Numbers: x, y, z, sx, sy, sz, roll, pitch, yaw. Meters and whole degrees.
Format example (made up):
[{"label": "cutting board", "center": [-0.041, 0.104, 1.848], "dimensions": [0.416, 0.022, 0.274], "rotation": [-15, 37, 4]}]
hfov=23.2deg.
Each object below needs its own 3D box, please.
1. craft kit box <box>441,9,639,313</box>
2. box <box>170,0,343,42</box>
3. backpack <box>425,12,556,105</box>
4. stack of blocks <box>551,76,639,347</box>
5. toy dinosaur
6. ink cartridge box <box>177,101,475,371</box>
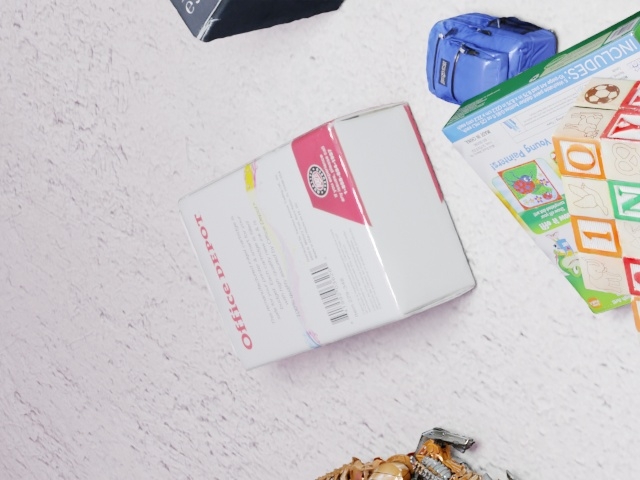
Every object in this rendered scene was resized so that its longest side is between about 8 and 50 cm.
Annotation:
[{"label": "craft kit box", "center": [0.274, -0.063, 1.414], "dimensions": [0.246, 0.061, 0.250], "rotation": [51, 141, -12]}, {"label": "box", "center": [-0.092, -0.461, 1.615], "dimensions": [0.395, 0.212, 0.293], "rotation": [57, 139, 17]}, {"label": "backpack", "center": [0.157, -0.176, 1.537], "dimensions": [0.120, 0.101, 0.098], "rotation": [27, 117, 41]}, {"label": "stack of blocks", "center": [0.317, 0.010, 1.339], "dimensions": [0.171, 0.087, 0.297], "rotation": [8, 134, 34]}, {"label": "toy dinosaur", "center": [0.114, 0.317, 1.787], "dimensions": [0.322, 0.164, 0.218], "rotation": [-172, 83, -66]}, {"label": "ink cartridge box", "center": [0.000, 0.000, 1.760], "dimensions": [0.306, 0.131, 0.226], "rotation": [-21, 89, 51]}]
